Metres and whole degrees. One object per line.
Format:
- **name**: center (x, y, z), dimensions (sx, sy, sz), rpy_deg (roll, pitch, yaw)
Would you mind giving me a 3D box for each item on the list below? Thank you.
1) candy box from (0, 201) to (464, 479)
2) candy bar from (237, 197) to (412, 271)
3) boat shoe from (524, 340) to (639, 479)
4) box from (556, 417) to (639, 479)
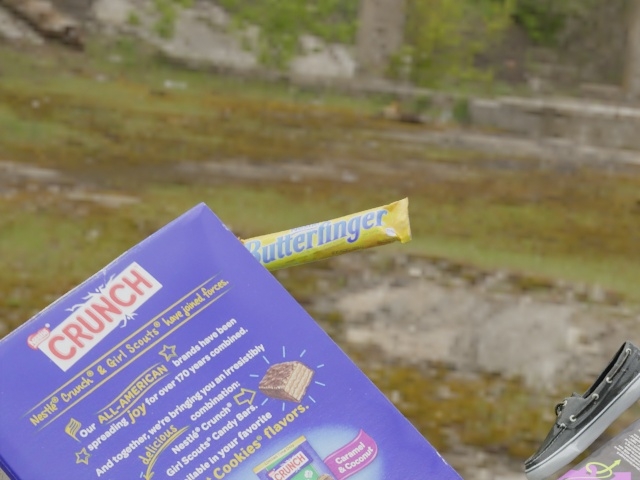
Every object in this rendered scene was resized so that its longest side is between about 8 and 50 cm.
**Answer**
- **candy box**: center (-0.093, 0.169, 1.290), dimensions (0.268, 0.317, 0.122), rpy_deg (-36, -13, -27)
- **candy bar**: center (0.000, 0.000, 1.426), dimensions (0.161, 0.040, 0.018), rpy_deg (-13, -24, 11)
- **boat shoe**: center (0.213, 0.139, 1.349), dimensions (0.040, 0.142, 0.049), rpy_deg (48, -6, 5)
- **box**: center (0.256, 0.188, 1.241), dimensions (0.162, 0.029, 0.116), rpy_deg (-30, 50, -29)
